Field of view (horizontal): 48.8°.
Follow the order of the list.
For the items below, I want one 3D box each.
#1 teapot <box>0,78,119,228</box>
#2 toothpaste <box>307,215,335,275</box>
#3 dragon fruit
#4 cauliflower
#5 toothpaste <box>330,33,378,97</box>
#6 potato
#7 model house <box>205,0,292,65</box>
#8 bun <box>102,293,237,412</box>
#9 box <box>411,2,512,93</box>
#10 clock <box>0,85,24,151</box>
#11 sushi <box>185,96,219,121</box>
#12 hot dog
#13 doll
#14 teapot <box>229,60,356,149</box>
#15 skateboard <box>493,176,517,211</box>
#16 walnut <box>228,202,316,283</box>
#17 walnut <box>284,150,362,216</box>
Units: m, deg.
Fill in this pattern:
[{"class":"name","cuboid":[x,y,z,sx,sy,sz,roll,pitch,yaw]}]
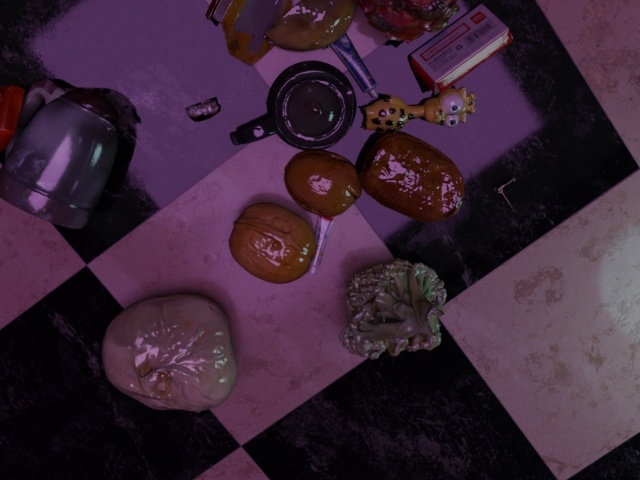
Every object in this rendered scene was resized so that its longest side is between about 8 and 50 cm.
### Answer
[{"class":"teapot","cuboid":[-0.639,-0.233,1.709,0.315,0.233,0.312,30,94,20]},{"class":"toothpaste","cuboid":[0.000,0.000,1.868,0.048,0.031,0.190,14,98,-3]},{"class":"dragon fruit","cuboid":[0.217,-0.621,1.601,0.250,0.269,0.291,18,143,-9]},{"class":"cauliflower","cuboid":[0.203,0.196,1.805,0.327,0.281,0.260,-34,135,-10]},{"class":"toothpaste","cuboid":[0.086,-0.441,1.768,0.057,0.035,0.197,-36,100,-5]},{"class":"potato","cuboid":[-0.004,-0.529,1.688,0.243,0.098,0.138,-46,105,-5]},{"class":"model house","cuboid":[-0.196,-0.557,1.696,0.136,0.207,0.219,40,112,26]},{"class":"bun","cuboid":[-0.384,0.305,1.826,0.361,0.213,0.360,0,105,-2]},{"class":"box","cuboid":[0.342,-0.469,1.733,0.229,0.123,0.050,-36,145,5]},{"class":"clock","cuboid":[-0.767,-0.287,1.686,0.113,0.155,0.061,-33,139,32]},{"class":"sushi","cuboid":[-0.295,-0.325,1.771,0.083,0.044,0.046,-19,102,4]},{"class":"hot dog","cuboid":[0.236,-0.156,1.798,0.272,0.122,0.196,24,102,-12]},{"class":"doll","cuboid":[0.249,-0.323,1.778,0.291,0.086,0.117,-7,133,-2]},{"class":"teapot","cuboid":[-0.056,-0.317,1.661,0.306,0.285,0.223,6,102,-5]},{"class":"skateboard","cuboid":[0.506,-0.119,1.865,0.064,0.032,0.083,-34,100,-5]},{"class":"walnut","cuboid":[-0.119,0.006,1.788,0.226,0.193,0.193,36,99,-7]},{"class":"walnut","cuboid":[0.006,-0.143,1.802,0.211,0.087,0.167,19,99,-6]}]
